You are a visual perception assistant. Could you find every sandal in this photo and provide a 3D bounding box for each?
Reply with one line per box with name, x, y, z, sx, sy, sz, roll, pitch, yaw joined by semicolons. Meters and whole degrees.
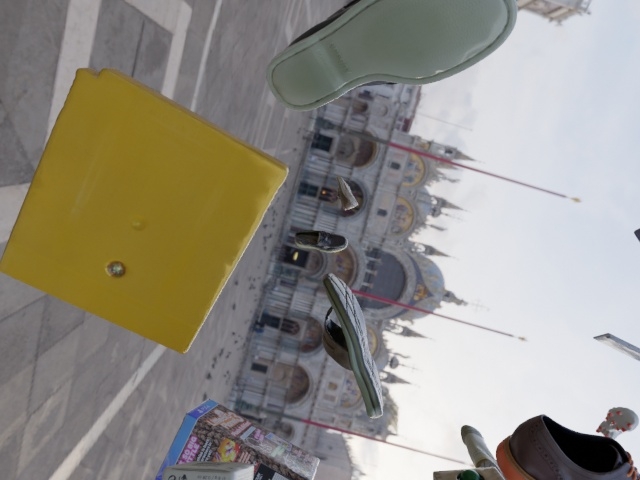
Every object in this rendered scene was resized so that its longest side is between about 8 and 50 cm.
sandal;0.049;0.213;0.936;0.120;0.087;0.302;-4;78;-75

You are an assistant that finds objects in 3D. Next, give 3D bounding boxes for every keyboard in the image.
keyboard;0.826;0.300;1.171;0.014;0.256;0.072;-61;171;-12

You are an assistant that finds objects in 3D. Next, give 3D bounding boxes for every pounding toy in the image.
pounding toy;0.240;0.434;0.753;0.100;0.130;0.141;-120;-154;-87

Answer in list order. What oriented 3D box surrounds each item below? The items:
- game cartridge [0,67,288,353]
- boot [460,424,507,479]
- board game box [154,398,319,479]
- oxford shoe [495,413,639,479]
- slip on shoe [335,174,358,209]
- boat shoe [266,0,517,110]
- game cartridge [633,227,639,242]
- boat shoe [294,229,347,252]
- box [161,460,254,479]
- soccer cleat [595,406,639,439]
game cartridge;-0.243;-0.031;0.642;0.323;0.286;0.052;-58;-168;14
boot;0.523;0.701;1.478;0.077;0.213;0.165;-32;-157;7
board game box;-0.187;0.520;0.987;0.231;0.291;0.141;-64;171;-3
oxford shoe;0.360;0.306;0.562;0.098;0.272;0.097;-67;174;29
slip on shoe;0.064;-0.137;1.329;0.041;0.051;0.135;-35;-131;12
boat shoe;0.084;-0.265;0.616;0.340;0.127;0.113;-11;-143;40
game cartridge;0.804;0.094;0.931;0.354;0.230;0.068;64;-26;11
boat shoe;0.000;0.000;1.317;0.049;0.153;0.056;74;19;-68
box;-0.146;0.419;0.559;0.113;0.094;0.274;74;17;-66
soccer cleat;0.814;0.489;1.266;0.196;0.076;0.068;79;-16;-52
